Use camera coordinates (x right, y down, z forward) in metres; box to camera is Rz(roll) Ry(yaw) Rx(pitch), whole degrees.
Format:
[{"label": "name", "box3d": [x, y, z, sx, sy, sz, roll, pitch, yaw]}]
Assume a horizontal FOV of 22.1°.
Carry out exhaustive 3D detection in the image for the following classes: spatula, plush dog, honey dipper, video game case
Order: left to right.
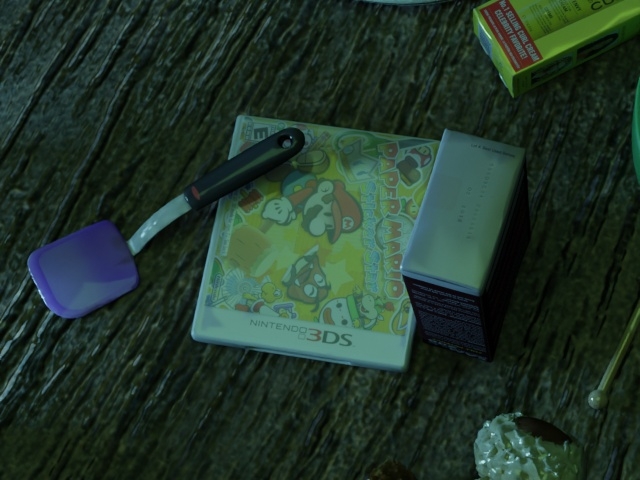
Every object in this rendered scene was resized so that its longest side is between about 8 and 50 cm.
[{"label": "spatula", "box3d": [-0.141, -0.023, 1.555, 0.296, 0.030, 0.084, -31, 70, 11]}, {"label": "video game case", "box3d": [0.000, 0.000, 1.547, 0.206, 0.026, 0.226, 8, 73, 10]}, {"label": "plush dog", "box3d": [0.104, 0.287, 1.372, 0.226, 0.210, 0.262, -2, 28, 19]}, {"label": "honey dipper", "box3d": [0.280, 0.080, 1.485, 0.030, 0.030, 0.160, 25, 81, 14]}]

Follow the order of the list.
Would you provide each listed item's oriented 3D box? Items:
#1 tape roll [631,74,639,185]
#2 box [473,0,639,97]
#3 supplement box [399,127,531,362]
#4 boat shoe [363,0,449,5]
[{"label": "tape roll", "box3d": [0.448, -0.104, 1.497, 0.321, 0.077, 0.321, -2, 71, 7]}, {"label": "box", "box3d": [0.267, -0.230, 1.570, 0.232, 0.058, 0.087, -26, 71, -1]}, {"label": "supplement box", "box3d": [0.129, 0.010, 1.413, 0.073, 0.239, 0.130, 15, 74, 13]}, {"label": "boat shoe", "box3d": [0.013, -0.342, 1.591, 0.500, 0.156, 0.186, 5, 71, 8]}]
